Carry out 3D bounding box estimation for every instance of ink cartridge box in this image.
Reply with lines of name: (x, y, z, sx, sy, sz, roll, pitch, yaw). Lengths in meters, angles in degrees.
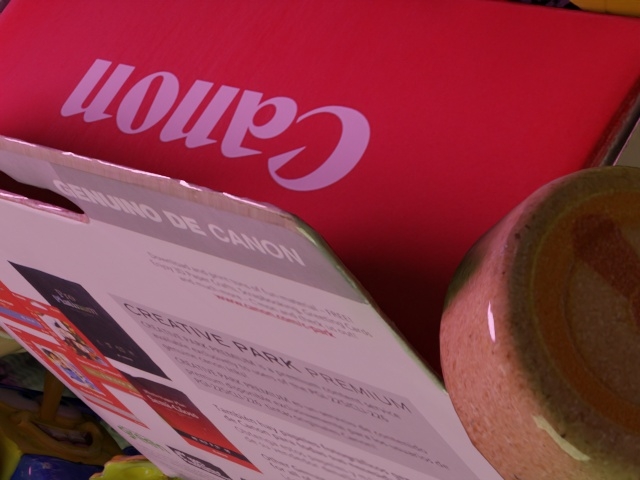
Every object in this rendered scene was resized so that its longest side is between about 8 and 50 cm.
ink cartridge box: (0.000, 0.000, 0.646, 0.309, 0.130, 0.272, 15, 155, 46)

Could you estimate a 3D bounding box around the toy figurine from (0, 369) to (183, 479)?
toy figurine: (-0.186, 0.154, 1.075, 0.362, 0.191, 0.217, 14, -167, -39)

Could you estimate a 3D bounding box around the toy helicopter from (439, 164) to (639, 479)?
toy helicopter: (0.191, 0.089, 0.476, 0.355, 0.235, 0.140, 21, 155, -10)

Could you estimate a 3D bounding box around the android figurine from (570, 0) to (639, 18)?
android figurine: (0.143, -0.103, 0.473, 0.272, 0.056, 0.248, 20, 151, 23)

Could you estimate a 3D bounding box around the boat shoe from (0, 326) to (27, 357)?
boat shoe: (-0.162, 0.015, 0.936, 0.121, 0.110, 0.341, 45, 151, -22)
